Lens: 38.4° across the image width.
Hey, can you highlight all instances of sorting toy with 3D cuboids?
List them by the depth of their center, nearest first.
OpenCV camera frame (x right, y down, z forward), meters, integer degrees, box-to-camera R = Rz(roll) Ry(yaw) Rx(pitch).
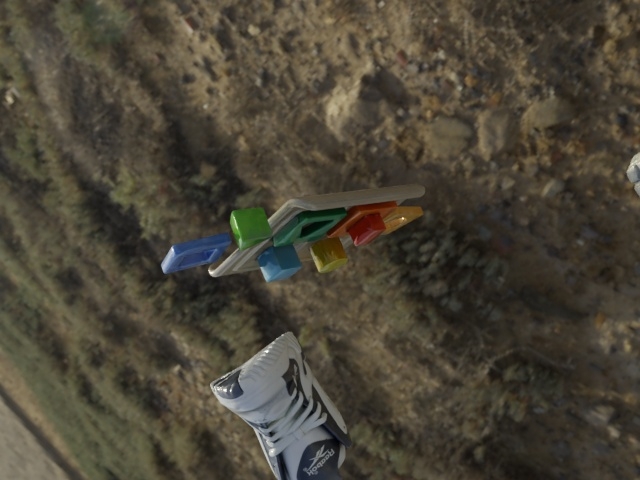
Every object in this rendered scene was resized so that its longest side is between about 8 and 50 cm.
[{"bbox_3d":[0.000,0.000,1.004,0.196,0.348,0.047,-35,71,46],"label":"sorting toy"}]

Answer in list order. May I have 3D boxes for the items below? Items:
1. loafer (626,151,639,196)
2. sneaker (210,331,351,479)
[{"bbox_3d":[0.410,-0.095,0.845,0.112,0.111,0.319,55,165,-6],"label":"loafer"},{"bbox_3d":[-0.025,0.179,0.902,0.153,0.094,0.235,55,171,6],"label":"sneaker"}]
